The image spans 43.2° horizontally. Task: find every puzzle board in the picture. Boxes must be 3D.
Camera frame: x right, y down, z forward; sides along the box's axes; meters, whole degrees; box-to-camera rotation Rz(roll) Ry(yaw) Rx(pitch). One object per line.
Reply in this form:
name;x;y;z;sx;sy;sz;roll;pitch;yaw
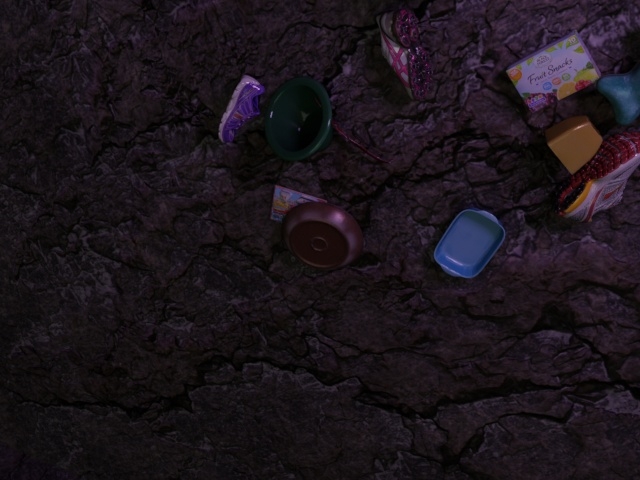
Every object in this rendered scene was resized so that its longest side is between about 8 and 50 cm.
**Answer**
puzzle board;-0.053;-0.070;1.878;0.128;0.011;0.096;17;127;9

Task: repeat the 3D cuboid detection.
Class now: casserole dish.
casserole dish;0.325;0.001;1.760;0.114;0.037;0.188;29;129;1

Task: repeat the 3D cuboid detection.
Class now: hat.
hat;0.006;-0.231;1.739;0.173;0.183;0.209;-33;65;28

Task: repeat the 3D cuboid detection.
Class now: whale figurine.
whale figurine;0.616;-0.286;1.382;0.272;0.141;0.216;-25;111;31

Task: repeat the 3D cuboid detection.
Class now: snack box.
snack box;0.432;-0.313;1.504;0.141;0.037;0.100;-26;109;33

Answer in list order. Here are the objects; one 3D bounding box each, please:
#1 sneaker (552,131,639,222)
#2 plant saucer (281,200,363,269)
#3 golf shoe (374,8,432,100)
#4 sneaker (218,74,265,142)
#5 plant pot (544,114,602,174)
sneaker;0.556;-0.121;1.569;0.092;0.088;0.225;24;131;-21
plant saucer;0.000;0.000;1.877;0.198;0.036;0.199;8;128;10
golf shoe;0.162;-0.360;1.571;0.086;0.067;0.186;13;132;47
sneaker;-0.171;-0.274;1.754;0.071;0.068;0.170;28;128;-5
plant pot;0.487;-0.191;1.541;0.083;0.081;0.081;-37;104;25
